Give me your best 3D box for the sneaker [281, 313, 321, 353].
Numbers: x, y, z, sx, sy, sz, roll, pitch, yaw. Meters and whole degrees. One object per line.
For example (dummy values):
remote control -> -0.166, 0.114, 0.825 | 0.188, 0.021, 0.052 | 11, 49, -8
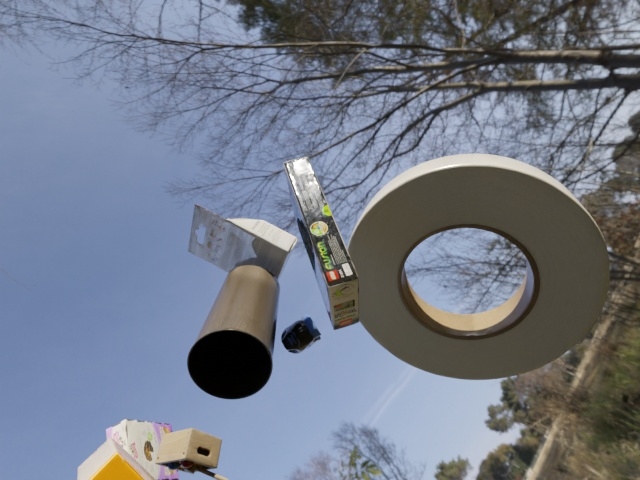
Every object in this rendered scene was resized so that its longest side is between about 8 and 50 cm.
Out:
sneaker -> -0.054, 0.240, 1.036 | 0.091, 0.081, 0.232 | -30, -14, -9

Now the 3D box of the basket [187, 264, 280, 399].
basket -> -0.161, 0.170, 0.838 | 0.154, 0.226, 0.204 | 17, -57, -8

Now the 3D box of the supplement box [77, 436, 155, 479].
supplement box -> -0.166, 0.205, 0.341 | 0.062, 0.098, 0.036 | 49, -123, -8

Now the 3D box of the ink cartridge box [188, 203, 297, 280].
ink cartridge box -> -0.189, 0.013, 0.965 | 0.066, 0.233, 0.189 | -57, -4, -43

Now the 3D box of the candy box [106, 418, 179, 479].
candy box -> -0.496, 0.602, 1.143 | 0.070, 0.164, 0.196 | -28, -34, 6

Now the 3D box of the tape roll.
tape roll -> 0.234, 0.057, 0.661 | 0.072, 0.393, 0.391 | -56, -31, -61

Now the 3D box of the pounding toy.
pounding toy -> -0.320, 0.558, 1.043 | 0.141, 0.130, 0.100 | 45, -147, -37

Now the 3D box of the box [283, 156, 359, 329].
box -> 0.000, 0.000, 0.535 | 0.036, 0.206, 0.114 | -16, -37, -6
